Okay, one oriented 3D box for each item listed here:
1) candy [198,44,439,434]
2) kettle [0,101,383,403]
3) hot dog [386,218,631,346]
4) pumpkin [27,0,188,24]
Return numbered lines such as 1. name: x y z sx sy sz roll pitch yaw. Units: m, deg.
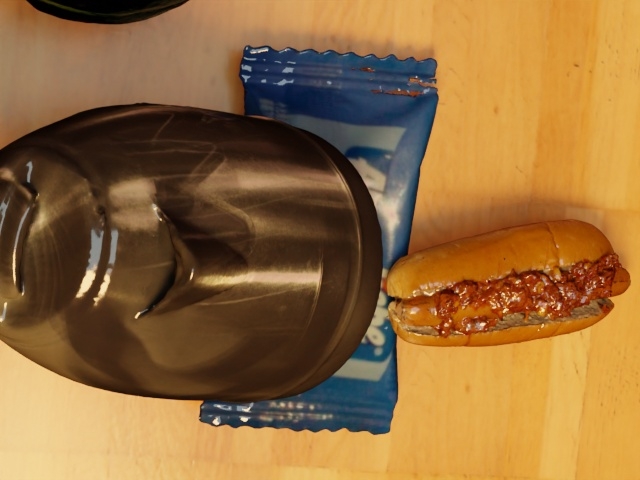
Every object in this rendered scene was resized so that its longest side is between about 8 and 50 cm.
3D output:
1. candy: 0.000 0.000 1.410 0.187 0.077 0.331 5 95 -21
2. kettle: -0.162 -0.003 1.234 0.324 0.321 0.228 7 97 -59
3. hot dog: 0.172 0.038 1.427 0.249 0.076 0.102 -6 96 -30
4. pumpkin: -0.136 -0.311 1.251 0.296 0.296 0.295 -1 94 -14
